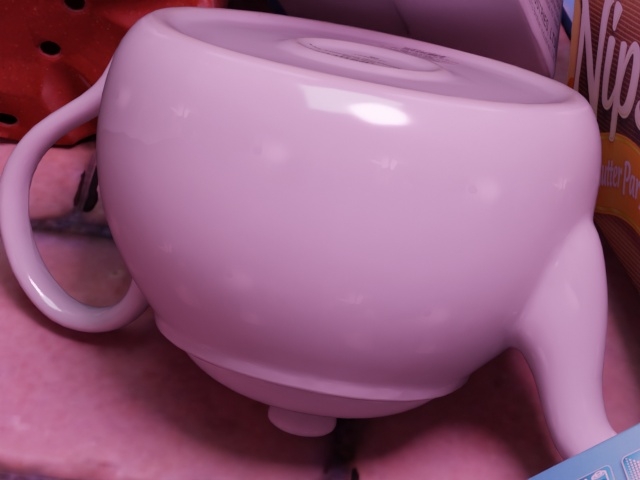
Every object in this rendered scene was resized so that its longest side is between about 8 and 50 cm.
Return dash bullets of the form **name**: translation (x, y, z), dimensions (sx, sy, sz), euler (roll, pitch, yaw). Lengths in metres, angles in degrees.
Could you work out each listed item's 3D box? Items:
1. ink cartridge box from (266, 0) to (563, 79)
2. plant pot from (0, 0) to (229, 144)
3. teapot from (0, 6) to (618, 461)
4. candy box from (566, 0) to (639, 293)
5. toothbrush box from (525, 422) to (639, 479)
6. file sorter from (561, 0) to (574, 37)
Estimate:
- **ink cartridge box**: translation (0.058, -0.315, 1.039), dimensions (0.151, 0.270, 0.395), euler (4, 71, 19)
- **plant pot**: translation (-0.143, -0.214, 1.064), dimensions (0.272, 0.272, 0.265), euler (6, 53, 2)
- **teapot**: translation (0.000, 0.000, 0.906), dimensions (0.252, 0.187, 0.256), euler (6, 15, -25)
- **candy box**: translation (0.195, -0.057, 0.902), dimensions (0.087, 0.183, 0.316), euler (-1, 26, -7)
- **toothbrush box**: translation (0.220, 0.150, 0.704), dimensions (0.295, 0.126, 0.216), euler (-31, 44, 15)
- **file sorter**: translation (0.240, -0.158, 1.125), dimensions (0.170, 0.104, 0.118), euler (-8, 47, -12)
